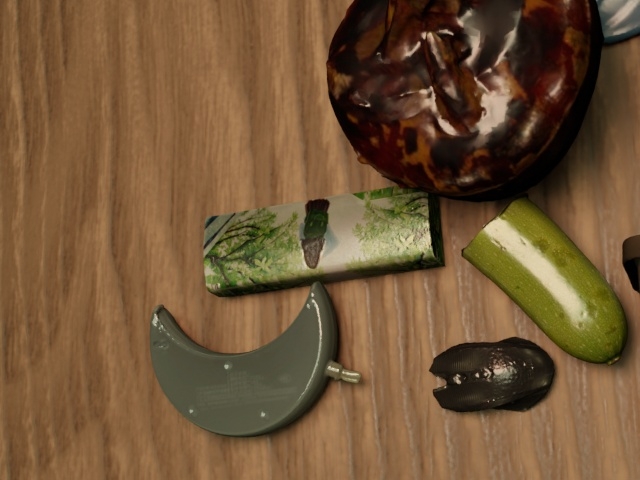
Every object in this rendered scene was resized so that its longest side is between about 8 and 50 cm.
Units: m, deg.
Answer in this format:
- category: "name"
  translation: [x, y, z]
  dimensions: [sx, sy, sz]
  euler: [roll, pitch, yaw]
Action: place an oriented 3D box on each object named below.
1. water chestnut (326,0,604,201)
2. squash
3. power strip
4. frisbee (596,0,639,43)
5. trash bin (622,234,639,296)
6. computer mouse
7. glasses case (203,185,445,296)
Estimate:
- category: "water chestnut"
  translation: [0.133, -0.190, 1.010]
  dimensions: [0.300, 0.300, 0.300]
  euler: [-5, 76, 21]
- category: "squash"
  translation: [0.242, 0.047, 1.030]
  dimensions: [0.095, 0.095, 0.188]
  euler: [-45, 71, 7]
- category: "power strip"
  translation: [-0.074, 0.138, 1.147]
  dimensions: [0.253, 0.054, 0.167]
  euler: [-7, 82, 20]
- category: "frisbee"
  translation: [0.295, -0.354, 1.117]
  dimensions: [0.289, 0.049, 0.289]
  euler: [-5, 76, 21]
- category: "trash bin"
  translation: [0.384, 0.124, 0.889]
  dimensions: [0.220, 0.219, 0.250]
  euler: [-2, 84, 23]
- category: "computer mouse"
  translation: [0.176, 0.140, 1.055]
  dimensions: [0.135, 0.047, 0.079]
  euler: [-9, 74, 22]
- category: "glasses case"
  translation: [0.000, 0.000, 1.148]
  dimensions: [0.272, 0.062, 0.095]
  euler: [-10, 75, 19]
